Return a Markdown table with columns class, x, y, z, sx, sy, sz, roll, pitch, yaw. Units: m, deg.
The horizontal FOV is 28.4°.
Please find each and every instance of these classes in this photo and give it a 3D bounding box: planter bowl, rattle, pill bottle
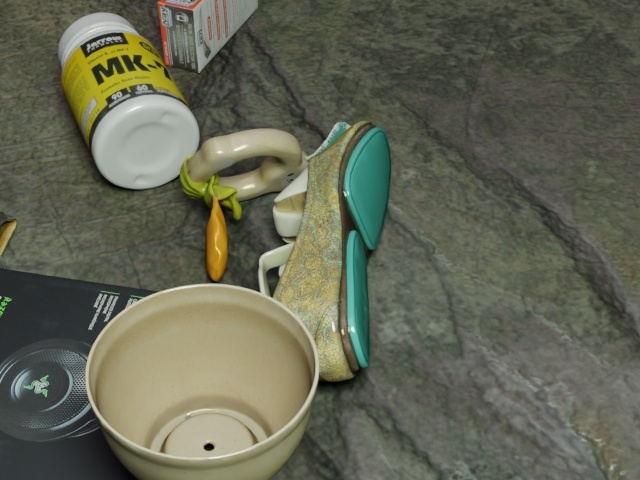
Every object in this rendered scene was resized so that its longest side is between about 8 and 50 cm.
| class | x | y | z | sx | sy | sz | roll | pitch | yaw |
| --- | --- | --- | --- | --- | --- | --- | --- | --- | --- |
| planter bowl | -0.082 | 0.125 | 0.914 | 0.162 | 0.109 | 0.162 | 0 | 44 | 0 |
| rattle | -0.037 | -0.046 | 1.326 | 0.200 | 0.130 | 0.142 | 1 | 46 | -36 |
| pill bottle | -0.222 | -0.162 | 1.418 | 0.119 | 0.119 | 0.208 | -16 | 44 | -17 |

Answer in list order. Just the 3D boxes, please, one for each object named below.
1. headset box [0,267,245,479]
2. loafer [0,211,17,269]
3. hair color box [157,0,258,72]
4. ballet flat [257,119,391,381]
| class | x | y | z | sx | sy | sz | roll | pitch | yaw |
| --- | --- | --- | --- | --- | --- | --- | --- | --- | --- |
| headset box | -0.178 | 0.167 | 1.045 | 0.283 | 0.131 | 0.246 | 9 | 43 | 9 |
| loafer | -0.343 | 0.023 | 1.259 | 0.061 | 0.062 | 0.170 | 2 | 43 | -5 |
| hair color box | -0.138 | -0.295 | 1.585 | 0.053 | 0.093 | 0.167 | 15 | 44 | 17 |
| ballet flat | 0.000 | 0.000 | 1.251 | 0.123 | 0.123 | 0.348 | 4 | 42 | 5 |
